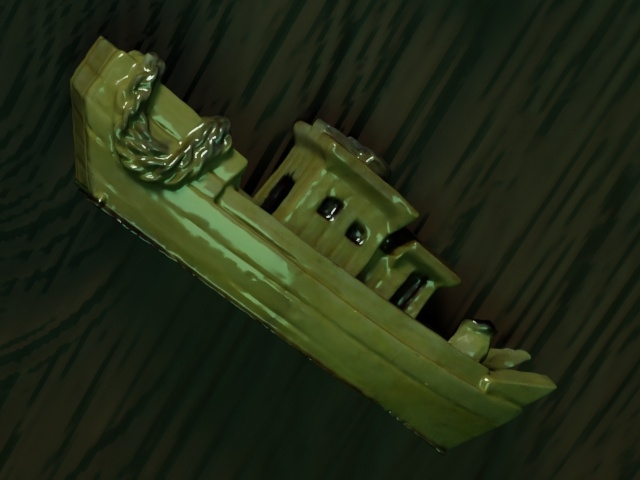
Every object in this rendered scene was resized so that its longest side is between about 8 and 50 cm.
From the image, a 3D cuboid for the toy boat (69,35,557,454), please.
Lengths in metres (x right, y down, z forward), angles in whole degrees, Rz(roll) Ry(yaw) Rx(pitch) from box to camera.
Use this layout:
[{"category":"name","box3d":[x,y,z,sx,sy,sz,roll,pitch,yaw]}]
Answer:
[{"category":"toy boat","box3d":[0.000,0.000,0.655,0.206,0.064,0.072,36,92,-25]}]
